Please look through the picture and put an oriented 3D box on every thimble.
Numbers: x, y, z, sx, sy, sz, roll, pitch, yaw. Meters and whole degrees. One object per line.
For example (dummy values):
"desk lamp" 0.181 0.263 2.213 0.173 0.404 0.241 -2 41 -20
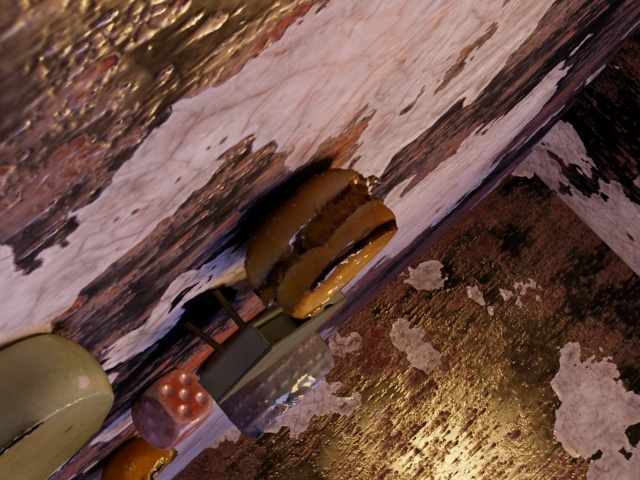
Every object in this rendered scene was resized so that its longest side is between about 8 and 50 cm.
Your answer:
"thimble" -0.095 0.244 1.399 0.236 0.172 0.205 -35 171 -48

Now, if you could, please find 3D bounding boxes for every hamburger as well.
"hamburger" -0.005 0.006 0.871 0.182 0.118 0.191 -33 164 -30

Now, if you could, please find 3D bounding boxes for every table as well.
"table" -0.080 0.108 1.029 0.121 0.111 0.240 -47 170 25

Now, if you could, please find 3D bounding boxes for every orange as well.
"orange" -0.350 0.437 1.393 0.160 0.112 0.170 -55 -168 8

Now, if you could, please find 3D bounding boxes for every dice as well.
"dice" -0.231 0.263 1.158 0.093 0.091 0.094 -49 168 34

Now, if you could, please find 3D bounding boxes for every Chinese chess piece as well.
"Chinese chess piece" -0.265 0.161 0.621 0.188 0.083 0.188 -41 167 -12
